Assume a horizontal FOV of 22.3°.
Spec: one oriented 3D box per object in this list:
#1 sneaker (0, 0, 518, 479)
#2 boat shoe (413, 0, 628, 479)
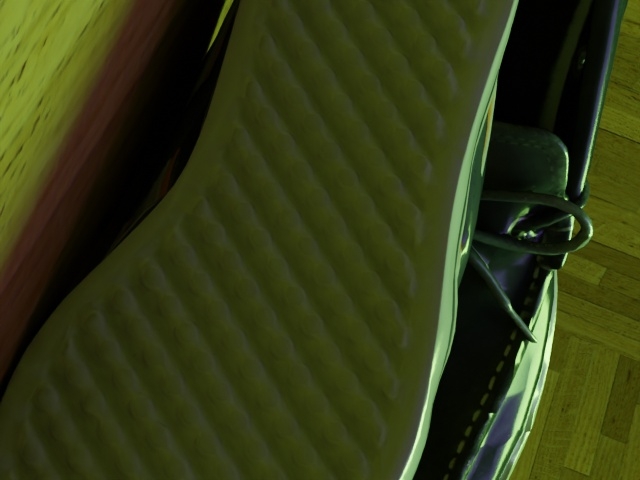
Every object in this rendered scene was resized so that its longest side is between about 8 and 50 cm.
[{"bbox_3d":[-0.013,0.017,0.548,0.127,0.126,0.321,102,12,-74],"label":"sneaker"},{"bbox_3d":[0.052,-0.040,0.835,0.156,0.187,0.500,-20,127,-79],"label":"boat shoe"}]
